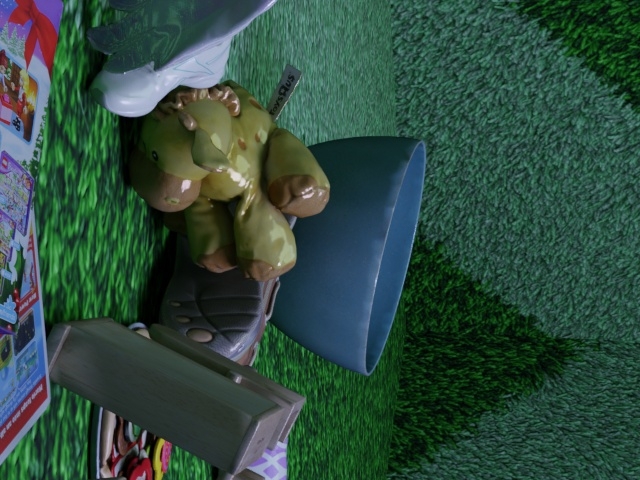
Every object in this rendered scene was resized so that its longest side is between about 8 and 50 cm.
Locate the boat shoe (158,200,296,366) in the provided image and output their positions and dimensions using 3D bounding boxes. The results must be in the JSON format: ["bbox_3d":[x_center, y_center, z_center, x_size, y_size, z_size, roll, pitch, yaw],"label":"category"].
[{"bbox_3d":[-0.099,0.040,1.398,0.324,0.123,0.116,-70,170,-52],"label":"boat shoe"}]

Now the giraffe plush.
[{"bbox_3d":[-0.102,-0.076,1.240,0.170,0.181,0.210,10,93,-60],"label":"giraffe plush"}]

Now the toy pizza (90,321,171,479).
[{"bbox_3d":[-0.165,0.176,1.236,0.201,0.032,0.201,2,90,-81],"label":"toy pizza"}]

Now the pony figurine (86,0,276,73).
[{"bbox_3d":[-0.047,-0.324,1.060,0.363,0.351,0.303,55,31,-44],"label":"pony figurine"}]

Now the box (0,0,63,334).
[{"bbox_3d":[-0.220,-0.083,0.635,0.293,0.057,0.201,46,47,-67],"label":"box"}]

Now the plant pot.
[{"bbox_3d":[0.000,0.000,1.647,0.290,0.195,0.290,13,90,-80],"label":"plant pot"}]

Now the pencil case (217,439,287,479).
[{"bbox_3d":[-0.085,0.294,1.618,0.088,0.086,0.206,-12,-109,64],"label":"pencil case"}]

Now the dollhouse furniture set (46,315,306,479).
[{"bbox_3d":[-0.184,0.255,1.074,0.356,0.173,0.303,-64,171,4],"label":"dollhouse furniture set"}]

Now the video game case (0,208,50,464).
[{"bbox_3d":[-0.224,0.014,0.842,0.204,0.025,0.285,-63,153,-69],"label":"video game case"}]

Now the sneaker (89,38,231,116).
[{"bbox_3d":[-0.132,-0.151,1.135,0.152,0.053,0.061,-32,161,-44],"label":"sneaker"}]
